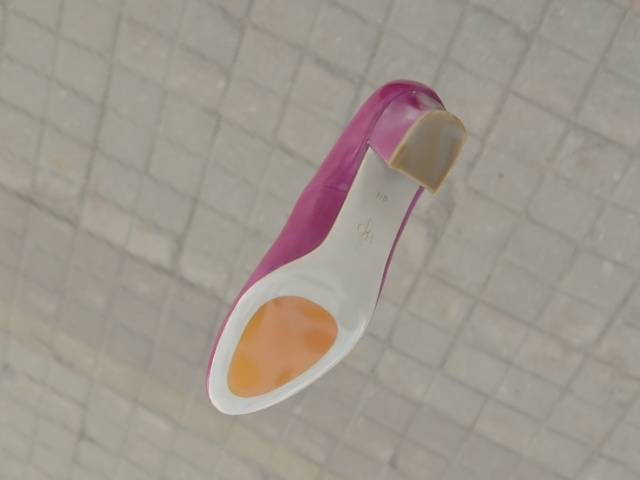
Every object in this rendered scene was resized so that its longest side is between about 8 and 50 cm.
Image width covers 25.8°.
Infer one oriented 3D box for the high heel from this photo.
[{"bbox_3d":[0.000,0.000,0.913,0.082,0.117,0.244,30,98,-18],"label":"high heel"}]
